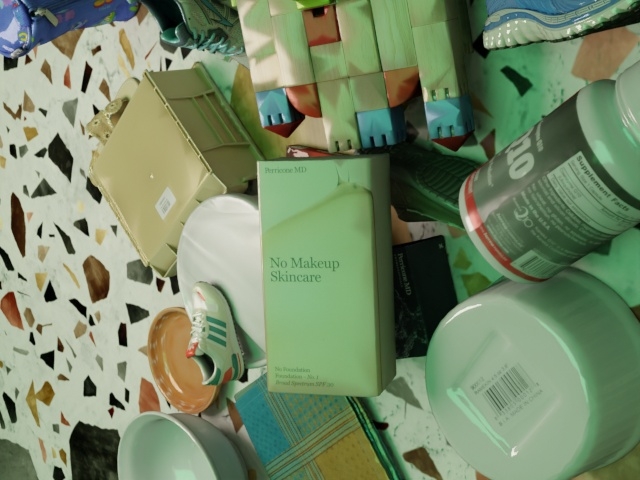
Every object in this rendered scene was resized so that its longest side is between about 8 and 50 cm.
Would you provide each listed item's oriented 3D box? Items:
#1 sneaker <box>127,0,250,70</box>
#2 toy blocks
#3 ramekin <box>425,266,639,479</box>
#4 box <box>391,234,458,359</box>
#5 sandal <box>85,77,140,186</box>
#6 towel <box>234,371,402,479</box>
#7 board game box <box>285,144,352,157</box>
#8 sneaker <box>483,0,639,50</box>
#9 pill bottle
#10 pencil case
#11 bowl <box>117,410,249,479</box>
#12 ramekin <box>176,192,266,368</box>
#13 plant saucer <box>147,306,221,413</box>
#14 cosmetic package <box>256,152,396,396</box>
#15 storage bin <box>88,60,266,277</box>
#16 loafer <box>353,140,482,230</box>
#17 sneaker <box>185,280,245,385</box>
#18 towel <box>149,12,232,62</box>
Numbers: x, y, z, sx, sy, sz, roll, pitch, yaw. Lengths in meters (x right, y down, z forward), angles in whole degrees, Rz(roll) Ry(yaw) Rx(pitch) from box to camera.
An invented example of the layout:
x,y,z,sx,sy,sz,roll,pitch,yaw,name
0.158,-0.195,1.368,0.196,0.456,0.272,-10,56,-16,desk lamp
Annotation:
x,y,z,sx,sy,sz,roll,pitch,yaw,name
-0.183,-0.322,1.462,0.110,0.283,0.122,-18,45,46,sneaker
0.053,-0.238,1.306,0.381,0.191,0.261,-4,104,26,toy blocks
0.265,0.177,1.232,0.277,0.135,0.277,12,108,41,ramekin
0.106,0.086,1.391,0.158,0.093,0.156,-13,90,43,box
-0.402,-0.192,1.815,0.088,0.079,0.240,48,127,25,sandal
0.011,0.365,1.583,0.271,0.040,0.370,-40,73,41,towel
0.000,0.000,1.517,0.145,0.027,0.281,15,110,42,board game box
0.273,-0.295,1.061,0.330,0.130,0.147,12,117,64,sneaker
0.308,-0.081,1.115,0.283,0.161,0.161,-40,72,40,pill bottle
-0.435,-0.400,1.651,0.133,0.306,0.119,1,114,33,pencil case
-0.224,0.431,1.750,0.298,0.134,0.297,12,108,41,bowl
-0.091,0.053,1.507,0.273,0.127,0.272,12,107,41,ramekin
-0.243,0.217,1.787,0.200,0.037,0.200,10,105,42,plant saucer
0.011,0.042,1.296,0.160,0.113,0.309,-1,98,17,cosmetic package
-0.242,-0.115,1.654,0.260,0.123,0.262,56,130,18,storage bin
0.149,-0.068,1.332,0.251,0.094,0.087,33,145,44,loafer
-0.171,0.141,1.462,0.057,0.075,0.161,-21,86,45,sneaker
-0.182,-0.363,1.548,0.152,0.023,0.113,31,127,-14,towel
